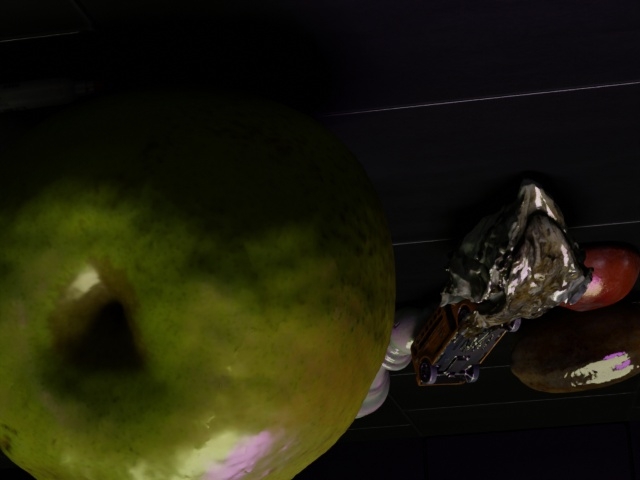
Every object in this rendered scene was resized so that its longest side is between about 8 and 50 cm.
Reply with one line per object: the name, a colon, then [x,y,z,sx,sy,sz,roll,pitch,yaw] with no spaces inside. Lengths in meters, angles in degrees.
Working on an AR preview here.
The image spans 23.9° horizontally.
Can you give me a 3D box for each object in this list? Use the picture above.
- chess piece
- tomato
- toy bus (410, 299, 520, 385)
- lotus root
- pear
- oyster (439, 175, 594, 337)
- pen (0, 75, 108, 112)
chess piece: [0.095,0.160,2.248,0.139,0.139,0.271,6,151,-31]
tomato: [0.337,0.054,1.948,0.155,0.069,0.155,-2,166,-1]
toy bus: [0.195,0.123,2.079,0.083,0.088,0.194,2,142,-26]
lotus root: [0.392,0.158,2.250,0.241,0.124,0.123,-17,-169,35]
pear: [-0.109,0.045,1.260,0.391,0.391,0.391,-3,166,-1]
oyster: [0.224,0.026,1.715,0.162,0.158,0.351,-44,164,-15]
pen: [-0.277,-0.113,1.233,0.218,0.026,0.026,-6,166,9]
